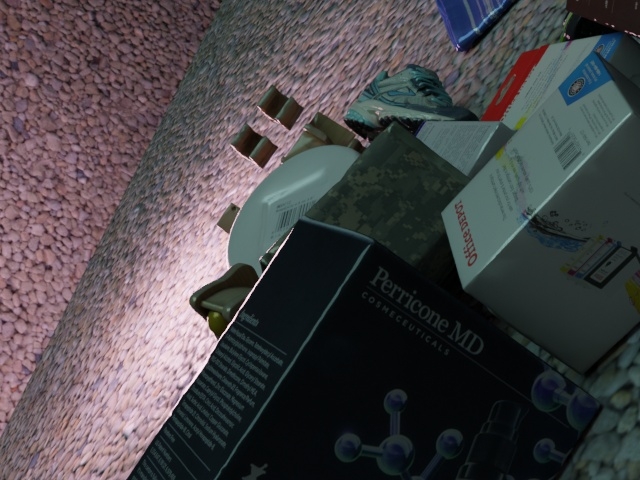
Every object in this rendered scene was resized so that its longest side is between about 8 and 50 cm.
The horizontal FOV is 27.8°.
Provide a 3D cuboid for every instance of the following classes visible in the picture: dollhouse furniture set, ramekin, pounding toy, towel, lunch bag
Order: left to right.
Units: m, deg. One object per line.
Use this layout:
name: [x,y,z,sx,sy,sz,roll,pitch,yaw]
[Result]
pounding toy: [-0.095,0.148,1.670,0.155,0.269,0.154,14,57,42]
dollhouse furniture set: [-0.037,-0.081,2.048,0.242,0.212,0.161,-55,-19,-3]
ramekin: [0.000,0.000,1.788,0.277,0.135,0.277,-28,40,26]
lunch bag: [0.062,0.042,1.518,0.235,0.169,0.287,-46,-16,-17]
towel: [0.315,-0.468,2.079,0.336,0.040,0.243,-47,21,21]

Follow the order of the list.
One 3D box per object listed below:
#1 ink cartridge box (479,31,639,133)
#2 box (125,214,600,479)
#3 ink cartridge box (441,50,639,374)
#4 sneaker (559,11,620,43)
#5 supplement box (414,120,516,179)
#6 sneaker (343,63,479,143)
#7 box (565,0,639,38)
ink cartridge box: [0.295,-0.167,1.561,0.134,0.078,0.231,-58,19,-9]
box: [0.017,0.225,1.239,0.395,0.293,0.212,-57,20,-5]
ink cartridge box: [0.262,-0.026,1.267,0.232,0.168,0.171,-47,20,21]
sneaker: [0.381,-0.339,1.636,0.234,0.084,0.097,-48,18,17]
supplement box: [0.187,-0.077,1.618,0.114,0.111,0.220,-58,19,-8]
sneaker: [0.139,-0.203,1.888,0.283,0.110,0.122,16,76,57]
box: [0.398,-0.300,1.345,0.381,0.143,0.191,-117,32,-69]
